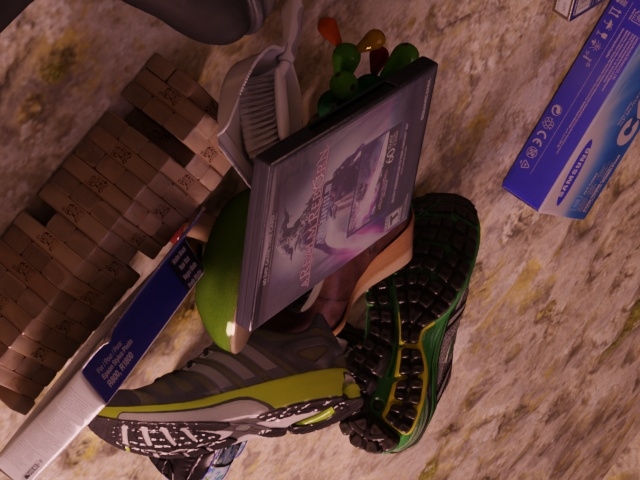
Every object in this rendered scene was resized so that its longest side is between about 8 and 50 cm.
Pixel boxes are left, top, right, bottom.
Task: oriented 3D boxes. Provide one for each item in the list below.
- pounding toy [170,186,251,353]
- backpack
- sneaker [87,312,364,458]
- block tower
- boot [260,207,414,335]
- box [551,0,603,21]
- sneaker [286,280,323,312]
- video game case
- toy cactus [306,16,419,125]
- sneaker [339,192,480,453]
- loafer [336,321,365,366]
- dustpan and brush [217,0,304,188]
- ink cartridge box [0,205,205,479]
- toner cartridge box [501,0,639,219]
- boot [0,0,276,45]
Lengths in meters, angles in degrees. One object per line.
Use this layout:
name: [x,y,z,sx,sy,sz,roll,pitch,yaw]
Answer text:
pounding toy: [-0.103,0.005,1.509,0.237,0.110,0.183,-57,164,-71]
backpack: [-0.137,0.226,1.674,0.084,0.105,0.114,-6,130,-53]
sneaker: [-0.110,0.156,1.577,0.300,0.121,0.111,-7,151,-9]
block tower: [-0.210,-0.005,1.321,0.335,0.091,0.097,-52,151,-3]
boot: [0.000,0.000,1.677,0.248,0.090,0.207,-38,135,-20]
box: [0.384,-0.377,1.833,0.225,0.036,0.136,-31,145,-32]
sneaker: [0.008,0.005,1.589,0.075,0.057,0.161,14,91,-49]
video game case: [0.018,-0.049,1.430,0.274,0.026,0.196,-36,145,-44]
toy cactus: [0.002,-0.132,1.510,0.219,0.112,0.180,-45,170,-18]
sneaker: [0.115,0.102,1.837,0.343,0.134,0.146,-70,159,-5]
loafer: [0.032,0.157,1.866,0.096,0.084,0.267,-58,151,11]
dustpan and brush: [-0.043,-0.150,1.369,0.060,0.211,0.147,-12,148,17]
ink cartridge box: [-0.188,0.099,1.347,0.224,0.045,0.223,-46,-172,38]
toner cartridge box: [0.398,-0.197,2.018,0.165,0.075,0.348,6,118,-56]
boot: [-0.260,-0.137,1.031,0.445,0.146,0.367,-50,142,-13]
